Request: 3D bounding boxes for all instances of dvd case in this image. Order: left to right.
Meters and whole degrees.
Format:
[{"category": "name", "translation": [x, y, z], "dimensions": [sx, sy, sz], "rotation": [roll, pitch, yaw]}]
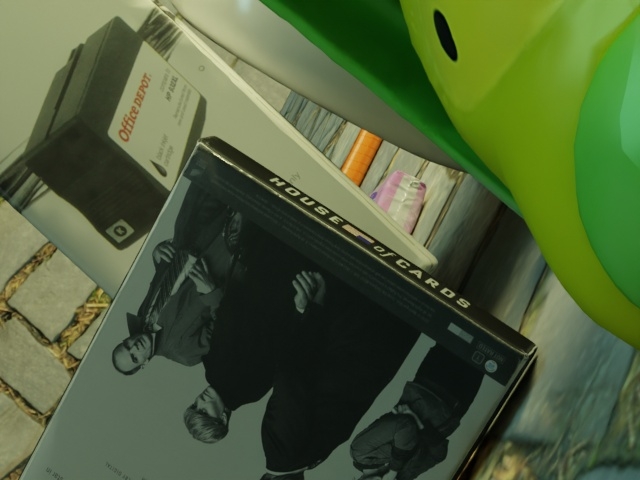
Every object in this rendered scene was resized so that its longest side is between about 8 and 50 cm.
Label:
[{"category": "dvd case", "translation": [-0.036, 0.099, 0.739], "dimensions": [0.239, 0.179, 0.029], "rotation": [-60, -13, 17]}]

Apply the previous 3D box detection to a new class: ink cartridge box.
[{"category": "ink cartridge box", "translation": [-0.098, -0.049, 0.873], "dimensions": [0.129, 0.307, 0.223], "rotation": [-47, 1, 0]}]

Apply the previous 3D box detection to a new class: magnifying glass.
[{"category": "magnifying glass", "translation": [0.000, 0.000, 1.453], "dimensions": [0.231, 0.026, 0.092], "rotation": [-66, 7, -6]}]

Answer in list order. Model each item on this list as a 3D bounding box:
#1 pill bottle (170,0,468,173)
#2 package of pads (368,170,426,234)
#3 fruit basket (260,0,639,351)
[{"category": "pill bottle", "translation": [0.103, -0.258, 0.838], "dimensions": [0.408, 0.229, 0.229], "rotation": [-61, 7, 12]}, {"category": "package of pads", "translation": [0.045, -0.014, 1.138], "dimensions": [0.050, 0.032, 0.083], "rotation": [-64, 7, -19]}, {"category": "fruit basket", "translation": [0.096, -0.135, 0.439], "dimensions": [0.392, 0.283, 0.392], "rotation": [-50, -5, -6]}]
